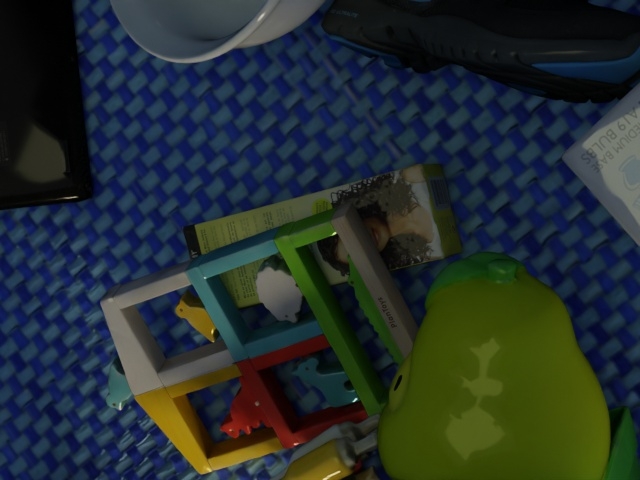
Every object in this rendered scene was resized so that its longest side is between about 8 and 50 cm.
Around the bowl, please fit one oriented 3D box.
[{"bbox_3d":[-0.052,-0.287,1.606,0.298,0.134,0.298,-7,81,49],"label":"bowl"}]

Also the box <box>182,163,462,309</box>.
[{"bbox_3d":[0.000,0.000,1.670,0.232,0.058,0.087,-16,88,22],"label":"box"}]

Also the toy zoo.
[{"bbox_3d":[-0.061,0.096,1.671,0.293,0.030,0.192,-20,110,24],"label":"toy zoo"}]

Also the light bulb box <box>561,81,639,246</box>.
[{"bbox_3d":[0.441,-0.045,1.404,0.358,0.225,0.361,-45,76,18],"label":"light bulb box"}]

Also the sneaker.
[{"bbox_3d":[0.134,-0.197,1.521,0.341,0.125,0.139,19,90,46],"label":"sneaker"}]

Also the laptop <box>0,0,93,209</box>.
[{"bbox_3d":[-0.444,-0.205,1.856,0.408,0.236,0.382,-6,91,-7],"label":"laptop"}]

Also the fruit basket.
[{"bbox_3d":[0.119,0.209,1.469,0.283,0.392,0.392,-28,83,21],"label":"fruit basket"}]

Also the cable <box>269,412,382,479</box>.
[{"bbox_3d":[-0.064,0.233,1.641,0.287,0.139,0.072,-25,84,3],"label":"cable"}]
